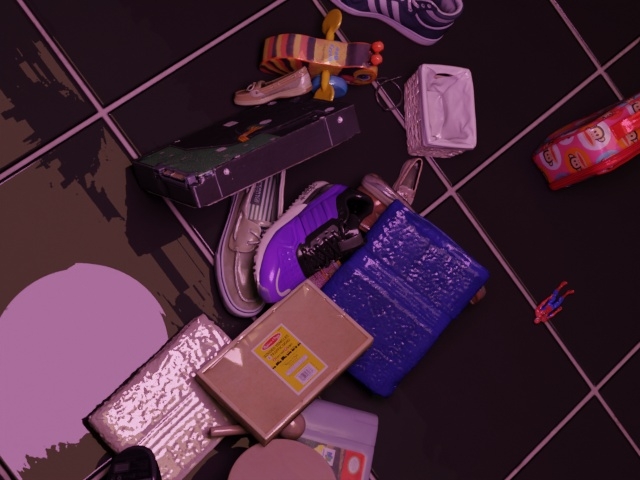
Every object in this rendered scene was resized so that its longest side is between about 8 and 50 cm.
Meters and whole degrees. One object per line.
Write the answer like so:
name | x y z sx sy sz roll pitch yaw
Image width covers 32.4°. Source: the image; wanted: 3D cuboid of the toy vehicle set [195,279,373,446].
toy vehicle set | -0.059 0.203 1.881 0.166 0.035 0.267 42 65 16

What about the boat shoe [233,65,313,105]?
boat shoe | -0.091 -0.283 2.025 0.056 0.153 0.048 -57 135 -60

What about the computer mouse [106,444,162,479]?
computer mouse | -0.324 0.467 1.752 0.060 0.184 0.262 43 35 -53

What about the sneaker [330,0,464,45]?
sneaker | 0.147 -0.489 2.162 0.282 0.153 0.099 22 69 -17

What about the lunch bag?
lunch bag | 0.600 -0.221 2.237 0.293 0.258 0.120 -29 90 -26

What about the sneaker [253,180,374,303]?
sneaker | 0.000 -0.001 1.928 0.293 0.146 0.102 -55 141 -37

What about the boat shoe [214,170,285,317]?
boat shoe | -0.122 -0.015 1.964 0.109 0.094 0.302 10 74 -21

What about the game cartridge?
game cartridge | -0.014 0.425 1.931 0.196 0.060 0.294 16 72 -15

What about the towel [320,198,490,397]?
towel | 0.128 0.106 2.002 0.227 0.076 0.308 39 92 -5

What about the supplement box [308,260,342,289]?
supplement box | -0.006 0.059 2.025 0.083 0.043 0.055 -37 94 -27

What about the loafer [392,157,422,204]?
loafer | 0.167 -0.106 2.142 0.045 0.039 0.125 25 69 -17

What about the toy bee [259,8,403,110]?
toy bee | 0.045 -0.347 2.081 0.298 0.162 0.195 -11 81 -25

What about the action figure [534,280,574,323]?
action figure | 0.467 0.129 2.224 0.115 0.030 0.038 -42 101 -24

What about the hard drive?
hard drive | -0.130 -0.161 1.920 0.339 0.237 0.064 -27 114 -27

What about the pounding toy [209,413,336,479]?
pounding toy | -0.077 0.414 1.837 0.183 0.110 0.237 -12 55 -18

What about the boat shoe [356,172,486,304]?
boat shoe | 0.174 0.015 2.086 0.324 0.123 0.116 43 94 -6

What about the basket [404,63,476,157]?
basket | 0.231 -0.249 2.169 0.113 0.103 0.167 3 76 -23

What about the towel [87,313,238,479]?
towel | -0.237 0.276 1.872 0.282 0.049 0.187 -43 95 -25
